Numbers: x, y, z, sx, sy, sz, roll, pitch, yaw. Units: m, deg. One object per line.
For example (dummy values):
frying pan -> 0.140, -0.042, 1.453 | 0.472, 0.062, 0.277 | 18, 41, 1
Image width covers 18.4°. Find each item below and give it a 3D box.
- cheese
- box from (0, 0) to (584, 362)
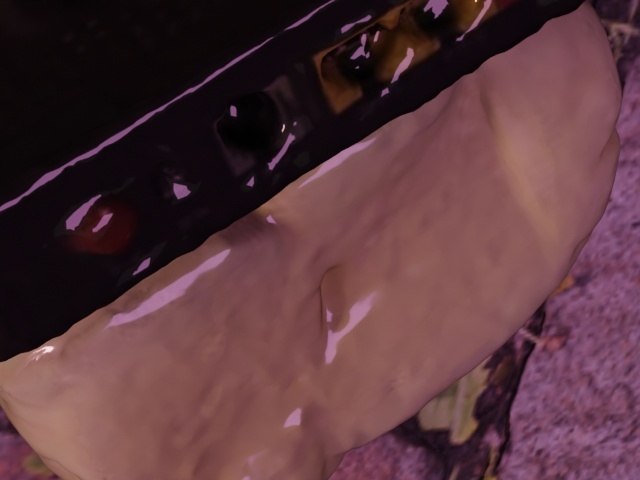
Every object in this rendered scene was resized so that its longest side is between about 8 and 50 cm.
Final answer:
cheese -> -0.001, -0.001, 0.740 | 0.263, 0.093, 0.159 | -38, 138, -7
box -> -0.005, -0.117, 0.565 | 0.350, 0.211, 0.058 | -33, 133, -12
